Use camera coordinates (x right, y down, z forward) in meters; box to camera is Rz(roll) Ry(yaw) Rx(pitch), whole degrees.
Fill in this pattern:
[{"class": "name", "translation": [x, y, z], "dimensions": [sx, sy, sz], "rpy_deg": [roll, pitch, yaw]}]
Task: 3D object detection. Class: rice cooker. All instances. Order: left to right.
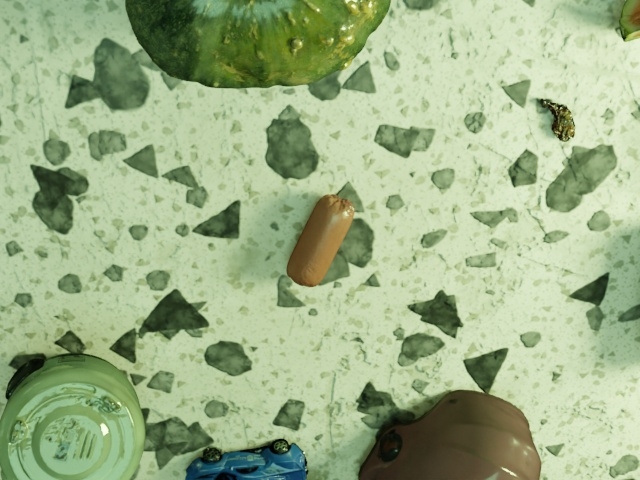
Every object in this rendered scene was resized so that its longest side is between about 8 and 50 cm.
[{"class": "rice cooker", "translation": [-0.383, 0.286, 1.393], "dimensions": [0.226, 0.244, 0.226], "rpy_deg": [-1, 94, -13]}]

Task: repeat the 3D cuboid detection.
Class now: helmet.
[{"class": "helmet", "translation": [0.235, 0.433, 1.578], "dimensions": [0.338, 0.197, 0.271], "rpy_deg": [-37, 119, 12]}]

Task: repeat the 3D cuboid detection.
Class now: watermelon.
[{"class": "watermelon", "translation": [0.480, -0.336, 1.269], "dimensions": [0.163, 0.087, 0.069], "rpy_deg": [-25, 87, 5]}]

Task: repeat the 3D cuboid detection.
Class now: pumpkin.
[{"class": "pumpkin", "translation": [-0.068, -0.323, 1.096], "dimensions": [0.327, 0.257, 0.292], "rpy_deg": [8, 105, -4]}]

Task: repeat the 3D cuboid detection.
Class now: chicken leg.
[{"class": "chicken leg", "translation": [0.357, -0.183, 1.359], "dimensions": [0.036, 0.021, 0.083], "rpy_deg": [-24, 118, 17]}]

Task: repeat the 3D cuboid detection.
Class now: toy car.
[{"class": "toy car", "translation": [-0.128, 0.411, 1.591], "dimensions": [0.216, 0.063, 0.103], "rpy_deg": [-8, 119, -3]}]

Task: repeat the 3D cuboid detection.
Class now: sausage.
[{"class": "sausage", "translation": [0.000, 0.000, 1.388], "dimensions": [0.062, 0.062, 0.154], "rpy_deg": [19, 115, -17]}]
